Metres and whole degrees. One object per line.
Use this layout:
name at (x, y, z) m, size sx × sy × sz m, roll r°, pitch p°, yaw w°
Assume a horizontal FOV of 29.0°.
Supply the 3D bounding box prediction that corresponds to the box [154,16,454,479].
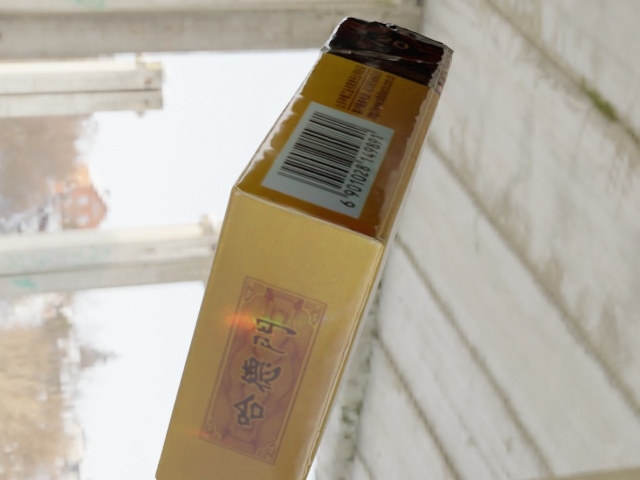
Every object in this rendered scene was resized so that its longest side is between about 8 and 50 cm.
box at (0.001, 0.000, 1.021) m, size 0.415 × 0.116 × 0.264 m, roll -66°, pitch 174°, yaw -60°
